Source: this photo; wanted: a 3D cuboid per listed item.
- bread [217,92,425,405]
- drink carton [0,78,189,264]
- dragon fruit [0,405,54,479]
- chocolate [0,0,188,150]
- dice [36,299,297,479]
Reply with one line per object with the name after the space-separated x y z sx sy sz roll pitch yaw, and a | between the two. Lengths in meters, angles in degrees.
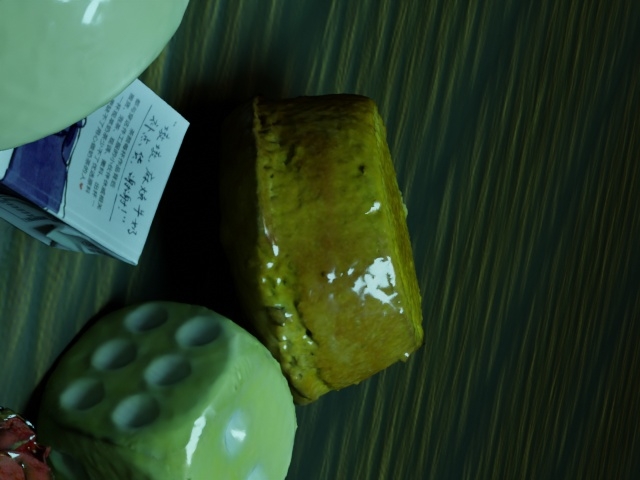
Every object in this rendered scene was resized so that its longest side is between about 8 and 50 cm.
0.000 -0.003 1.460 0.312 0.172 0.312 -12 90 -87 | bread
-0.209 -0.081 1.208 0.222 0.102 0.134 39 64 -58 | drink carton
-0.272 0.223 1.133 0.209 0.172 0.172 -45 137 -39 | dragon fruit
-0.210 -0.211 0.937 0.297 0.326 0.314 56 19 -49 | chocolate
-0.134 0.169 1.360 0.169 0.166 0.169 -54 143 -37 | dice
